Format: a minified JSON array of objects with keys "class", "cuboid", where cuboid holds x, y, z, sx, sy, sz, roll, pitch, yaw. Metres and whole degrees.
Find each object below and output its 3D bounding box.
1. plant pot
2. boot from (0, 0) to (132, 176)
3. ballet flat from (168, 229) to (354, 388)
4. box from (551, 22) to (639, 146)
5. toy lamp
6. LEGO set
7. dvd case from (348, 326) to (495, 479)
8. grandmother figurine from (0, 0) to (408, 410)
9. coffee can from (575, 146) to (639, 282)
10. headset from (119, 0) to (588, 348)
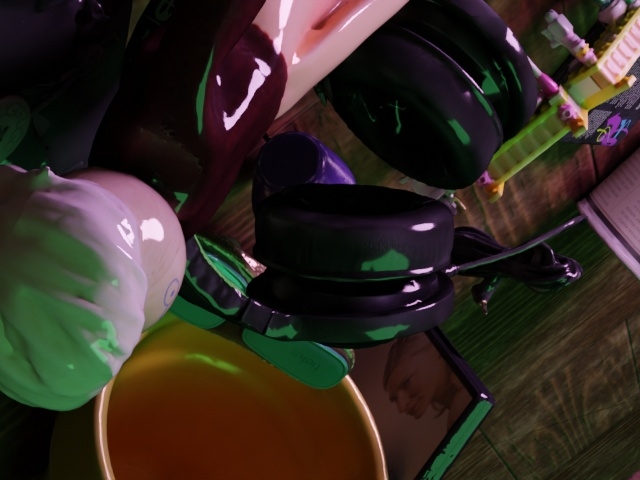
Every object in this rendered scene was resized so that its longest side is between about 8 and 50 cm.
[{"class":"plant pot","cuboid":[-0.114,0.205,1.079,0.254,0.254,0.239,-13,161,-42]},{"class":"boot","cuboid":[-0.238,-0.051,0.596,0.367,0.146,0.445,-15,151,-37]},{"class":"ballet flat","cuboid":[-0.060,0.039,1.016,0.073,0.067,0.206,-38,121,24]},{"class":"box","cuboid":[0.256,-0.135,1.221,0.162,0.029,0.116,0,136,-51]},{"class":"toy lamp","cuboid":[0.000,0.000,1.050,0.080,0.080,0.275,-35,155,-7]},{"class":"LEGO set","cuboid":[0.167,-0.142,1.053,0.287,0.107,0.132,-43,-170,0]},{"class":"dvd case","cuboid":[0.046,0.144,1.162,0.022,0.253,0.180,29,102,-24]},{"class":"grandmother figurine","cuboid":[-0.041,-0.070,0.597,0.342,0.104,0.208,-58,167,-36]},{"class":"coffee can","cuboid":[0.424,-0.058,1.370,0.275,0.201,0.201,-44,154,13]},{"class":"headset","cuboid":[0.028,-0.045,0.879,0.394,0.185,0.243,26,85,-39]}]
